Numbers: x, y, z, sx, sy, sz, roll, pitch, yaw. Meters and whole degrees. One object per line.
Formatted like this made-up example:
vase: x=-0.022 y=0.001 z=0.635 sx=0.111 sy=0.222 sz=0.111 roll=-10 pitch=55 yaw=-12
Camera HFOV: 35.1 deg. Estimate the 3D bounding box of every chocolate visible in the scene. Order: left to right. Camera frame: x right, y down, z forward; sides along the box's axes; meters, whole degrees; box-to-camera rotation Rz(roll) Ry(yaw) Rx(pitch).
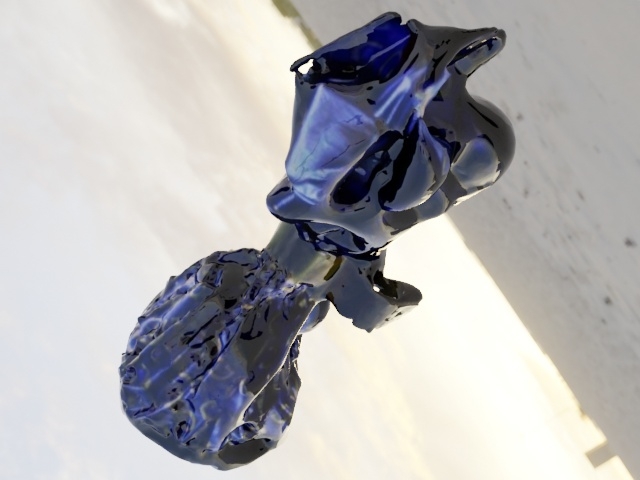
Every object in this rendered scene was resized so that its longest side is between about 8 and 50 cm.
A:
chocolate: x=0.002 y=0.000 z=0.572 sx=0.148 sy=0.343 sz=0.126 roll=24 pitch=-138 yaw=-17
